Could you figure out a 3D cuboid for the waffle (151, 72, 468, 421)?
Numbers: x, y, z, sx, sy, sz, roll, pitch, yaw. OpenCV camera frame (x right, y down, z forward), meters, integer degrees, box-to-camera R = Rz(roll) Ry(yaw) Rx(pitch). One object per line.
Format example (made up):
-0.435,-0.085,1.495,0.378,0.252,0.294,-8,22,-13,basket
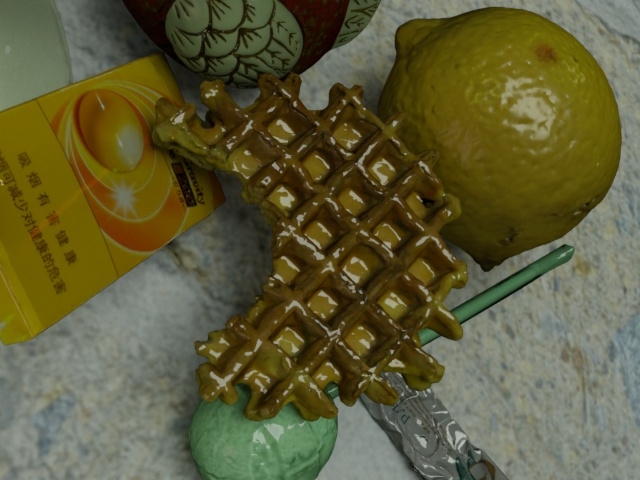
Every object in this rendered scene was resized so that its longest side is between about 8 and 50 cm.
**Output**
0.000,0.000,0.737,0.260,0.069,0.293,-3,75,-21,waffle

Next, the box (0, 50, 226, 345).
-0.178,-0.047,0.699,0.269,0.043,0.152,-44,118,-55,box

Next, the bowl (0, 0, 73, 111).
-0.320,-0.113,0.635,0.277,0.145,0.277,-20,112,-62,bowl

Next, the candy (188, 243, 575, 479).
0.076,0.099,0.825,0.440,0.119,0.119,-27,91,-26,candy

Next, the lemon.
0.169,-0.111,0.870,0.228,0.228,0.253,-45,115,-29,lemon

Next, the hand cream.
0.112,0.189,0.874,0.257,0.050,0.084,47,59,4,hand cream

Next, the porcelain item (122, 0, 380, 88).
-0.055,-0.261,0.771,0.253,0.253,0.253,7,75,-26,porcelain item
